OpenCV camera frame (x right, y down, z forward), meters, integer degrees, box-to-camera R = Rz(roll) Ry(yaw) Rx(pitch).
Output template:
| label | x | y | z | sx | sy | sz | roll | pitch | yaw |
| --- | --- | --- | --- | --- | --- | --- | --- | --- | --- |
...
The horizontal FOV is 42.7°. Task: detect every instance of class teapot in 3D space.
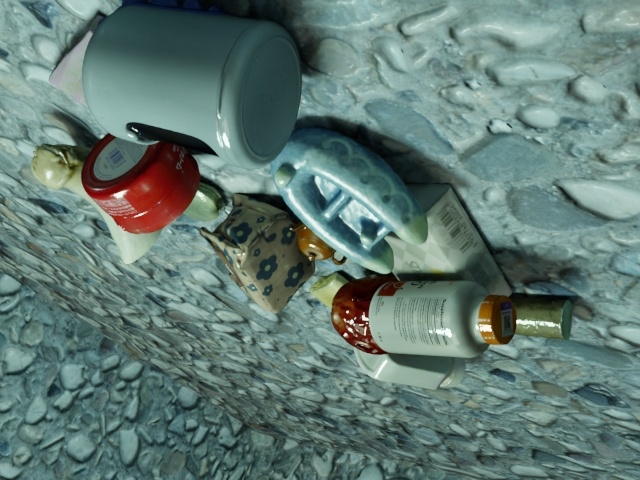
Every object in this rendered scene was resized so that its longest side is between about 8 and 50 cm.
| label | x | y | z | sx | sy | sz | roll | pitch | yaw |
| --- | --- | --- | --- | --- | --- | --- | --- | --- | --- |
| teapot | 0.000 | 0.000 | 1.838 | 0.173 | 0.116 | 0.116 | 38 | 152 | -31 |

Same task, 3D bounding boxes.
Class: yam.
| label | x | y | z | sx | sy | sz | roll | pitch | yaw |
| --- | --- | --- | --- | --- | --- | --- | --- | --- | --- |
| yam | 0.433 | 0.168 | 1.824 | 0.259 | 0.093 | 0.093 | 2 | 148 | 40 |

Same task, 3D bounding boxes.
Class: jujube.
| label | x | y | z | sx | sy | sz | roll | pitch | yaw |
| --- | --- | --- | --- | --- | --- | --- | --- | --- | --- |
| jujube | 0.171 | 0.182 | 1.963 | 0.290 | 0.197 | 0.197 | 9 | 156 | -5 |

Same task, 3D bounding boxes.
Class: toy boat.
| label | x | y | z | sx | sy | sz | roll | pitch | yaw |
| --- | --- | --- | --- | --- | --- | --- | --- | --- | --- |
| toy boat | 0.036 | -0.070 | 1.530 | 0.330 | 0.123 | 0.215 | 45 | 140 | -2 |

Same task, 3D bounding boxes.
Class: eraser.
| label | x | y | z | sx | sy | sz | roll | pitch | yaw |
| --- | --- | --- | --- | --- | --- | --- | --- | --- | --- |
| eraser | 0.239 | 0.027 | 1.714 | 0.213 | 0.082 | 0.397 | 4 | 150 | 37 |

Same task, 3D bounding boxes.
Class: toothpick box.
| label | x | y | z | sx | sy | sz | roll | pitch | yaw |
| --- | --- | --- | --- | --- | --- | --- | --- | --- | --- |
| toothpick box | -0.231 | -0.275 | 1.352 | 0.354 | 0.263 | 0.263 | 14 | 154 | 23 |

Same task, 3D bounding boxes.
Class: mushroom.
| label | x | y | z | sx | sy | sz | roll | pitch | yaw |
| --- | --- | --- | --- | --- | --- | --- | --- | --- | --- |
| mushroom | -0.535 | -0.122 | 1.990 | 0.126 | 0.177 | 0.397 | -2 | 144 | 32 |

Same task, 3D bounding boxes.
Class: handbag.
| label | x | y | z | sx | sy | sz | roll | pitch | yaw |
| --- | --- | --- | --- | --- | --- | --- | --- | --- | --- |
| handbag | -0.151 | 0.021 | 1.920 | 0.193 | 0.190 | 0.251 | 26 | 157 | 37 |

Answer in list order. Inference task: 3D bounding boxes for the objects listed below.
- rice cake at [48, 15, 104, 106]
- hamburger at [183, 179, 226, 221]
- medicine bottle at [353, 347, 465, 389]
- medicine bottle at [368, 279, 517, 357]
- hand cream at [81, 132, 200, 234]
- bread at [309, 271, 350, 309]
| label | x | y | z | sx | sy | sz | roll | pitch | yaw |
| --- | --- | --- | --- | --- | --- | --- | --- | --- | --- |
| rice cake | -0.445 | -0.344 | 1.596 | 0.106 | 0.050 | 0.298 | 33 | 154 | -24 |
| hamburger | -0.295 | -0.101 | 1.951 | 0.133 | 0.062 | 0.140 | 7 | 149 | 24 |
| medicine bottle | 0.239 | 0.313 | 2.140 | 0.296 | 0.111 | 0.161 | 14 | -155 | -34 |
| medicine bottle | 0.253 | 0.160 | 1.682 | 0.288 | 0.157 | 0.157 | -3 | 145 | 42 |
| hand cream | -0.387 | -0.140 | 1.755 | 0.230 | 0.230 | 0.149 | 5 | 150 | 35 |
| bread | 0.074 | 0.158 | 2.135 | 0.178 | 0.060 | 0.139 | 40 | 152 | -15 |
